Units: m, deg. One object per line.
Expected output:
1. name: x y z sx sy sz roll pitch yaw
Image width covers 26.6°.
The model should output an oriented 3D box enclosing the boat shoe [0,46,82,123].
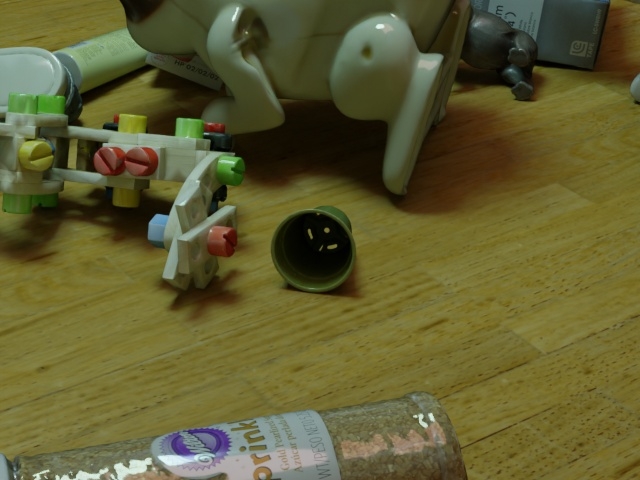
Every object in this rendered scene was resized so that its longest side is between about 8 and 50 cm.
1. boat shoe: -0.437 -0.177 1.631 0.319 0.116 0.099 3 -15 17

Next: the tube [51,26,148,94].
1. tube: -0.265 -0.244 1.771 0.062 0.070 0.240 -32 4 34

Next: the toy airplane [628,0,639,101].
1. toy airplane: 0.499 -0.333 1.641 0.386 0.384 0.272 38 52 -18

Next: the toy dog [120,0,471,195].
1. toy dog: -0.047 -0.274 1.508 0.408 0.395 0.284 16 40 8

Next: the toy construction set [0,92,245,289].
1. toy construction set: -0.206 -0.070 1.359 0.328 0.151 0.215 23 10 20

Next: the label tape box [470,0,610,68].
1. label tape box: 0.234 -0.357 1.913 0.334 0.106 0.240 11 30 6

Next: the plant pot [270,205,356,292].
1. plant pot: 0.000 0.000 1.330 0.083 0.083 0.079 6 16 9

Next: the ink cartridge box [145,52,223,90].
1. ink cartridge box: -0.163 -0.256 1.755 0.104 0.061 0.181 21 28 -7

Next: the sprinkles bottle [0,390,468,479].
1. sprinkles bottle: -0.081 0.187 0.937 0.355 0.121 0.121 -7 30 -15

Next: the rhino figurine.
1. rhino figurine: 0.178 -0.274 1.752 0.243 0.073 0.106 29 28 -3
